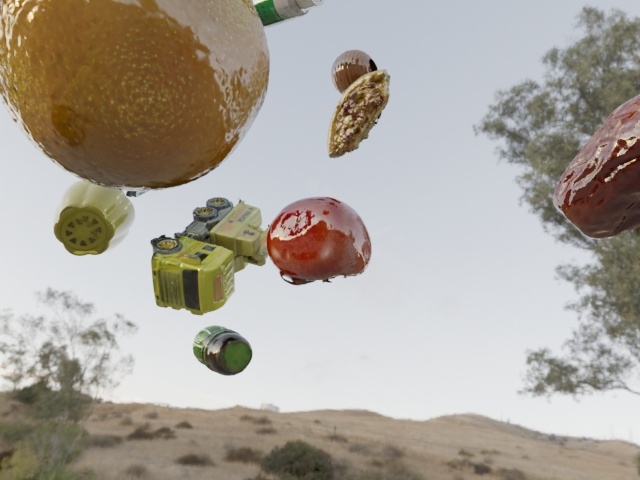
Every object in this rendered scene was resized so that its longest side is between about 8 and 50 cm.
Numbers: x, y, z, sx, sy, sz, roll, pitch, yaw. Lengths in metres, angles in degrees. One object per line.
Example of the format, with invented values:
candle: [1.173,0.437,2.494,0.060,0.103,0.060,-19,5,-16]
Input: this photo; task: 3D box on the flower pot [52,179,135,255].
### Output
flower pot: [-0.582,-0.048,1.294,0.195,0.195,0.179,16,12,-17]

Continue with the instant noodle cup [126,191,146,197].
instant noodle cup: [-0.301,-0.177,0.957,0.070,0.157,0.179,39,-61,1]

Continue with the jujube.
jujube: [0.470,-0.105,0.734,0.189,0.190,0.255,26,-58,-33]

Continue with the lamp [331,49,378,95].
lamp: [0.095,-0.469,1.444,0.136,0.137,0.136,5,-27,3]

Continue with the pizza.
pizza: [0.084,-0.312,1.253,0.246,0.127,0.058,-46,-21,28]

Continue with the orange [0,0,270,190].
orange: [-0.188,-0.186,0.538,0.274,0.275,0.274,5,-27,3]

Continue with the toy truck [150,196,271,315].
toy truck: [-0.183,0.023,0.949,0.156,0.272,0.124,11,-60,15]

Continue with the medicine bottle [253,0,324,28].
medicine bottle: [-0.108,-0.603,1.304,0.259,0.095,0.095,2,-24,41]

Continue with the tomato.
tomato: [0.000,0.000,0.896,0.186,0.152,0.187,-12,-4,-1]

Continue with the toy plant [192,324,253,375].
toy plant: [-0.209,0.225,1.060,0.092,0.093,0.162,25,-14,-32]
